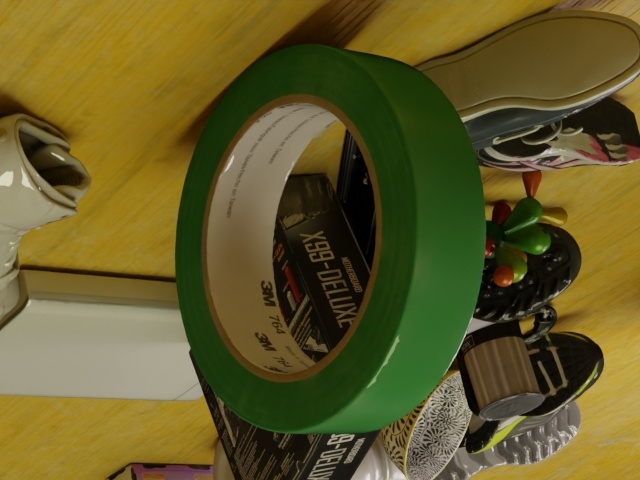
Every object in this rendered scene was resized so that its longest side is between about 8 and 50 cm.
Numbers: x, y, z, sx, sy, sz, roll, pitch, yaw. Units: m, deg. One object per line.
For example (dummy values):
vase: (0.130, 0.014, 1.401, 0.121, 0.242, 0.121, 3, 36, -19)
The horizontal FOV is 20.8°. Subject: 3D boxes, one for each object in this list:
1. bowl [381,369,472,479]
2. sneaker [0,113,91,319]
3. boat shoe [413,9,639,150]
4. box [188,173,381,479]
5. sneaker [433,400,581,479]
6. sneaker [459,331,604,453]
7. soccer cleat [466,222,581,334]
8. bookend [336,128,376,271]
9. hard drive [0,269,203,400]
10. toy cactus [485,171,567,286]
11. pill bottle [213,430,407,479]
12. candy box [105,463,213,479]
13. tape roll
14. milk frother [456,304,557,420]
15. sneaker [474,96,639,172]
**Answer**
bowl: (0.129, 0.234, 2.316, 0.170, 0.080, 0.170, -38, 141, -39)
sneaker: (-0.274, -0.012, 1.532, 0.169, 0.108, 0.292, -13, 155, 4)
boat shoe: (0.172, -0.129, 1.545, 0.255, 0.095, 0.079, -21, 154, 17)
box: (-0.029, 0.123, 1.744, 0.077, 0.242, 0.307, -6, 145, -26)
sneaker: (0.241, 0.282, 2.545, 0.281, 0.105, 0.115, -20, -170, 1)
sneaker: (0.292, 0.195, 2.354, 0.121, 0.111, 0.300, -11, 164, -34)
soccer cleat: (0.152, 0.062, 1.981, 0.318, 0.108, 0.116, -27, 176, 20)
bookend: (0.073, -0.016, 1.662, 0.072, 0.157, 0.156, -11, 157, -9)
hard drive: (-0.226, 0.111, 1.910, 0.353, 0.047, 0.233, 7, 148, -39)
toy cactus: (0.148, -0.008, 1.799, 0.181, 0.112, 0.219, -2, -167, 28)
pill bottle: (-0.011, 0.317, 2.381, 0.246, 0.136, 0.136, -3, 154, -24)
candy box: (-0.198, 0.413, 2.412, 0.165, 0.196, 0.070, 9, 147, -42)
tape roll: (0.000, 0.000, 1.449, 0.077, 0.321, 0.321, 6, 149, -39)
milk frother: (0.243, 0.146, 2.151, 0.143, 0.134, 0.129, -12, 157, -7)
sneaker: (0.227, -0.099, 1.700, 0.178, 0.072, 0.077, 3, 164, -19)
